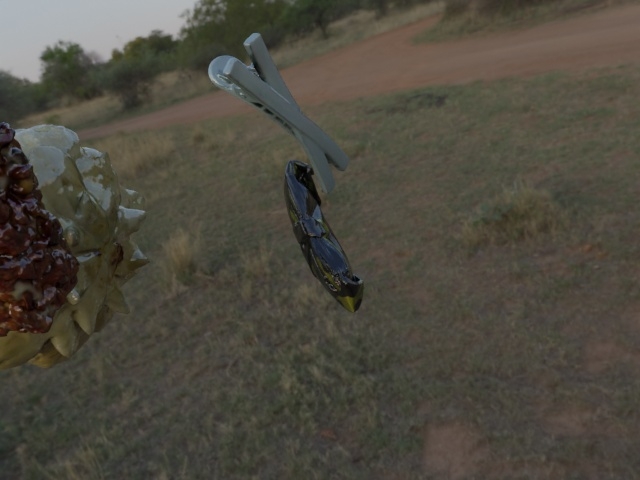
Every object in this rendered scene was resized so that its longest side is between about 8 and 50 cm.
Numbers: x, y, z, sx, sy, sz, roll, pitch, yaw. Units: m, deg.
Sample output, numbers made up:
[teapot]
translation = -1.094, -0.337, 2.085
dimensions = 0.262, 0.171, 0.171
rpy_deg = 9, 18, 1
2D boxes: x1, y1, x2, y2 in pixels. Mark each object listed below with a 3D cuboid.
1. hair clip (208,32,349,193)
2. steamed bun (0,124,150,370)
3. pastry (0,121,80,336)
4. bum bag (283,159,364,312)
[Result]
[hair clip]
translation = -0.022, -0.074, 0.390
dimensions = 0.030, 0.115, 0.039
rpy_deg = -53, 40, -10
[steamed bun]
translation = -0.284, 0.013, 0.699
dimensions = 0.137, 0.295, 0.292
rpy_deg = 8, 46, 12
[pastry]
translation = -0.260, -0.018, 0.491
dimensions = 0.115, 0.208, 0.097
rpy_deg = 10, 41, 21
[bum bag]
translation = 0.000, 0.000, 0.904
dimensions = 0.060, 0.232, 0.106
rpy_deg = -21, -21, -8
